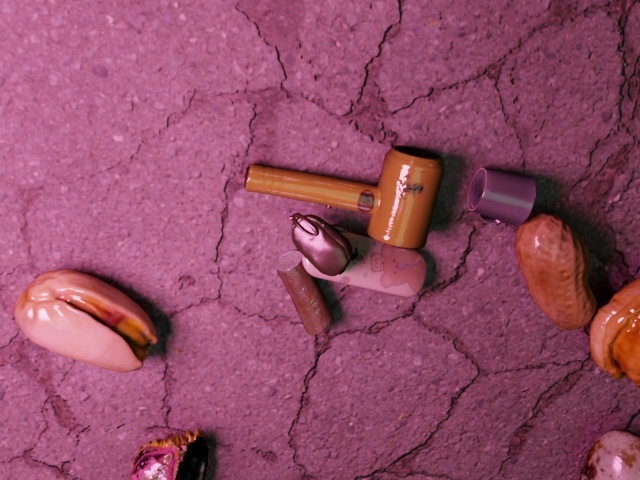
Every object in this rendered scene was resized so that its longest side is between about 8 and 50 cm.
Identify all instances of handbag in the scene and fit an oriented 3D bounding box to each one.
[{"bbox_3d":[0.000,0.000,0.927,0.111,0.047,0.072,42,109,0],"label":"handbag"}]

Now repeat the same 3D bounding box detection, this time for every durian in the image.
[{"bbox_3d":[-0.256,0.379,1.096,0.108,0.119,0.186,20,98,24],"label":"durian"}]

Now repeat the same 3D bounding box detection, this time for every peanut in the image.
[{"bbox_3d":[0.377,0.052,1.037,0.108,0.095,0.226,-31,116,-7],"label":"peanut"}]

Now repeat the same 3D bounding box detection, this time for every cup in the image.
[{"bbox_3d":[0.265,-0.061,0.994,0.077,0.078,0.100,13,140,-8],"label":"cup"}]

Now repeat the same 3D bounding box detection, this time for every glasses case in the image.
[{"bbox_3d":[0.069,0.034,0.999,0.204,0.051,0.081,12,89,-19],"label":"glasses case"}]

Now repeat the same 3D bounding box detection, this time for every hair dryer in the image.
[{"bbox_3d":[0.032,-0.080,0.947,0.279,0.090,0.135,10,111,-5],"label":"hair dryer"}]

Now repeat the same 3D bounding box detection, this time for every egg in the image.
[{"bbox_3d":[0.557,0.444,1.185,0.169,0.169,0.231,-18,107,0],"label":"egg"}]

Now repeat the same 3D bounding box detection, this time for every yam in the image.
[{"bbox_3d":[-0.023,0.081,1.016,0.054,0.054,0.132,-24,113,2],"label":"yam"}]

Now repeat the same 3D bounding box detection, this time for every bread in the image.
[{"bbox_3d":[0.550,0.133,1.066,0.236,0.120,0.198,-32,134,-4],"label":"bread"}]

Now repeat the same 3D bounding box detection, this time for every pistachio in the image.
[{"bbox_3d":[-0.338,0.118,0.958,0.200,0.117,0.145,29,143,-26],"label":"pistachio"}]
